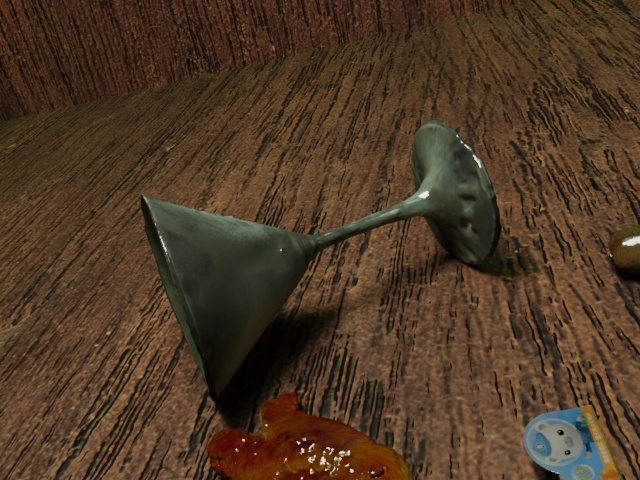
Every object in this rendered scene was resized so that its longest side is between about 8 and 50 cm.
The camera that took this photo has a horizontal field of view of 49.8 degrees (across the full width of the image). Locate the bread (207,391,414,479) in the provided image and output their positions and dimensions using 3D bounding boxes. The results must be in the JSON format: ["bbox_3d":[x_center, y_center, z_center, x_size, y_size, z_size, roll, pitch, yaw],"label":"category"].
[{"bbox_3d":[-0.020,0.216,0.667,0.139,0.095,0.269,-25,26,-28],"label":"bread"}]

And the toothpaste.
[{"bbox_3d":[0.221,0.226,0.572,0.070,0.044,0.193,-13,30,11],"label":"toothpaste"}]

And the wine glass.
[{"bbox_3d":[0.000,0.000,0.874,0.406,0.267,0.267,-22,30,-16],"label":"wine glass"}]

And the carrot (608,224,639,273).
[{"bbox_3d":[0.510,0.006,0.775,0.342,0.070,0.070,-1,34,24],"label":"carrot"}]
